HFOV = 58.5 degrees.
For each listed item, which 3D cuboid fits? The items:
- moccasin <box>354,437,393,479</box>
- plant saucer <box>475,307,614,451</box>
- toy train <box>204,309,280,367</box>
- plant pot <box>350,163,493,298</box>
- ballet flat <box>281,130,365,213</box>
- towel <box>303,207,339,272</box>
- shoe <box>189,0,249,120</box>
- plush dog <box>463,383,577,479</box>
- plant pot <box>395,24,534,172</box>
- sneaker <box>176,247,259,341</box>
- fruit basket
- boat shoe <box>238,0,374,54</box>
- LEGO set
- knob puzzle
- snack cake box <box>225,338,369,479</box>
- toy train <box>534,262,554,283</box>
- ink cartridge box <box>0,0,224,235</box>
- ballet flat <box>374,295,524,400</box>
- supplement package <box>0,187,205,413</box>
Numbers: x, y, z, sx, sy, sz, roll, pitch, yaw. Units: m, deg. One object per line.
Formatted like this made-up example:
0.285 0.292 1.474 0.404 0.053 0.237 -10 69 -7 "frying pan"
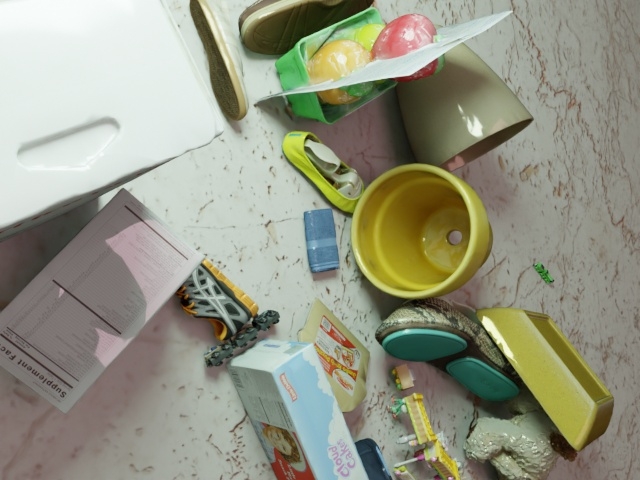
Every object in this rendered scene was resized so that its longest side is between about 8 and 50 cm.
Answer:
0.142 0.529 1.057 0.117 0.138 0.341 -28 100 -49 "moccasin"
0.517 0.274 1.259 0.333 0.081 0.332 14 38 -54 "plant saucer"
-0.132 0.161 0.953 0.158 0.036 0.027 -33 118 -38 "toy train"
0.228 -0.011 1.140 0.239 0.254 0.253 6 80 -55 "plant pot"
0.025 -0.128 1.088 0.231 0.077 0.077 39 62 -28 "ballet flat"
0.000 0.000 1.083 0.067 0.029 0.119 -5 88 -39 "towel"
-0.158 -0.313 0.969 0.058 0.077 0.218 -21 95 -33 "shoe"
0.472 0.496 1.311 0.263 0.211 0.225 -28 128 -36 "plush dog"
0.269 -0.308 1.223 0.257 0.256 0.273 -23 83 -38 "plant pot"
-0.191 0.077 0.891 0.215 0.084 0.083 44 69 -24 "sneaker"
0.108 -0.309 1.007 0.327 0.353 0.165 -39 124 -36 "fruit basket"
-0.035 -0.460 1.079 0.342 0.123 0.123 -36 77 -29 "boat shoe"
0.188 0.401 1.159 0.286 0.107 0.132 61 19 -10 "LEGO set"
0.016 0.229 1.037 0.213 0.030 0.213 35 41 -37 "knob puzzle"
-0.037 0.299 0.935 0.089 0.152 0.264 -29 102 -36 "snack cake box"
0.612 0.090 1.559 0.083 0.024 0.017 44 60 -25 "toy train"
-0.331 -0.094 0.599 0.286 0.395 0.166 -34 105 -37 "ink cartridge box"
0.273 0.200 1.215 0.483 0.164 0.181 31 44 -38 "ballet flat"
-0.288 0.072 0.733 0.139 0.134 0.244 44 73 -12 "supplement package"
